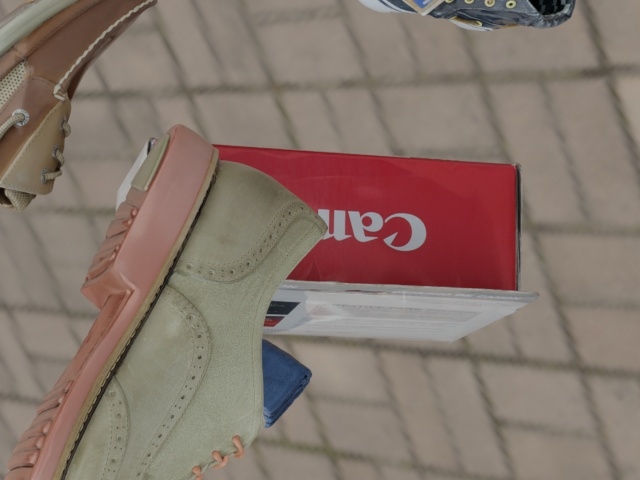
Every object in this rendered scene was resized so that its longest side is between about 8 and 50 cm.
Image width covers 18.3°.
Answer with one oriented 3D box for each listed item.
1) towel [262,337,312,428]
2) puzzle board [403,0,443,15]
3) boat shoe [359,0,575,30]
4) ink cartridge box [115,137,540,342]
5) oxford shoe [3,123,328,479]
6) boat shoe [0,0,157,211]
[{"bbox_3d":[-0.069,0.113,1.775,0.119,0.067,0.029,31,156,29],"label":"towel"},{"bbox_3d":[0.092,-0.181,1.142,0.011,0.128,0.096,52,180,-30],"label":"puzzle board"},{"bbox_3d":[0.098,-0.184,1.368,0.083,0.183,0.065,4,88,40],"label":"boat shoe"},{"bbox_3d":[0.000,0.000,1.632,0.272,0.309,0.130,142,130,-73],"label":"ink cartridge box"},{"bbox_3d":[-0.112,0.127,1.291,0.146,0.397,0.140,25,171,-13],"label":"oxford shoe"},{"bbox_3d":[-0.237,-0.075,1.415,0.116,0.324,0.123,51,166,-8],"label":"boat shoe"}]
